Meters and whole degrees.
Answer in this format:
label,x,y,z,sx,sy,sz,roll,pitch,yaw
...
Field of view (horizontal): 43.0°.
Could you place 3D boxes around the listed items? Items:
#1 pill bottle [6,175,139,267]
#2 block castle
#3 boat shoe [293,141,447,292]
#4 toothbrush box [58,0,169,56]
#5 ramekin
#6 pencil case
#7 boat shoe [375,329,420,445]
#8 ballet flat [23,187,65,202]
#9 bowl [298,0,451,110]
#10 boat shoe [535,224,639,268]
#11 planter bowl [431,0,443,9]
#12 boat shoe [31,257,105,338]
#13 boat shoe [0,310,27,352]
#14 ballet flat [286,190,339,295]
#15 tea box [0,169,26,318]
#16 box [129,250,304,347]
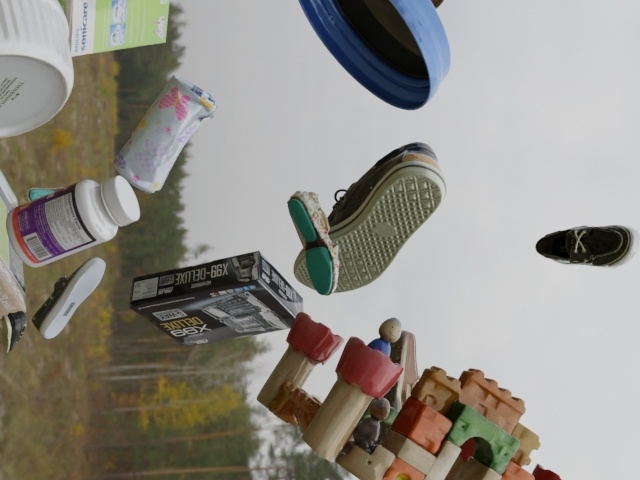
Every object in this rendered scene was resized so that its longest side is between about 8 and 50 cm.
label,x,y,z,sx,sy,sz,roll,pitch,yaw
pill bottle,-0.402,-0.036,1.333,0.108,0.193,0.108,-20,90,-82
block castle,0.155,0.282,1.225,0.213,0.453,0.303,-57,-161,-8
boat shoe,0.110,-0.041,1.864,0.500,0.187,0.156,-47,-158,40
toothbrush box,-0.479,-0.475,1.667,0.283,0.206,0.122,-32,139,-53
ramekin,-0.400,-0.213,0.983,0.207,0.207,0.109,114,-43,-61
pencil case,-0.350,-0.240,1.837,0.273,0.124,0.113,-51,-154,11
boat shoe,0.206,0.378,1.998,0.123,0.116,0.324,-160,-107,-65
ballet flat,-0.714,-0.116,2.189,0.052,0.168,0.057,-7,-102,51
bowl,0.100,-0.430,1.589,0.391,0.077,0.391,45,-11,12
boat shoe,0.483,0.012,1.489,0.219,0.070,0.078,-15,-114,64
planter bowl,0.211,-0.608,1.936,0.109,0.162,0.162,-161,-108,-75
boat shoe,-0.606,0.124,1.936,0.228,0.076,0.080,-55,159,3
boat shoe,-0.584,0.175,1.545,0.049,0.042,0.133,62,-36,18
ballet flat,0.000,0.000,1.781,0.091,0.077,0.241,-6,-74,43
tea box,-0.744,-0.042,1.587,0.329,0.220,0.323,83,-12,-53
box,-0.222,0.135,1.780,0.242,0.307,0.076,53,30,-54
